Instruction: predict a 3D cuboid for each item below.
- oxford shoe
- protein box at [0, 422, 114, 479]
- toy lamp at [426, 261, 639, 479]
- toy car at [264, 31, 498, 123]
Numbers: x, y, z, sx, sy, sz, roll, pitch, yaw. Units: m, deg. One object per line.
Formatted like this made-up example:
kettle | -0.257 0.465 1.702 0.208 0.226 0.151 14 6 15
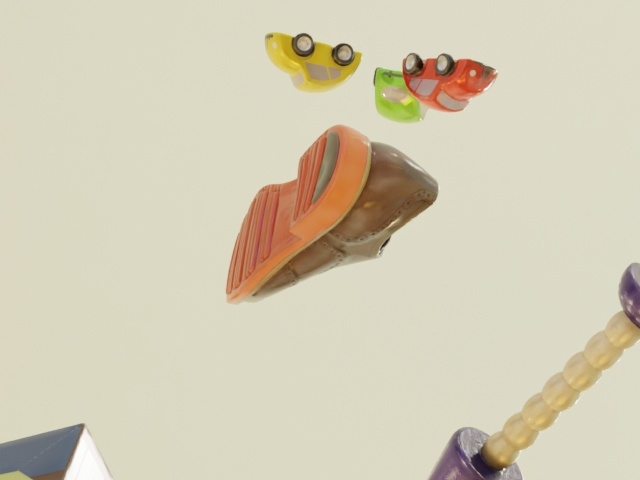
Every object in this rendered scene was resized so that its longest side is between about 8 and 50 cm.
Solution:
oxford shoe | 0.000 0.000 1.452 0.098 0.271 0.097 18 -115 -19
protein box | -0.325 0.341 2.030 0.136 0.199 0.201 -75 -33 -60
toy lamp | 0.187 0.136 1.482 0.275 0.080 0.080 -46 -30 25
toy car | 0.074 -0.154 1.846 0.225 0.239 0.053 23 -102 -74
